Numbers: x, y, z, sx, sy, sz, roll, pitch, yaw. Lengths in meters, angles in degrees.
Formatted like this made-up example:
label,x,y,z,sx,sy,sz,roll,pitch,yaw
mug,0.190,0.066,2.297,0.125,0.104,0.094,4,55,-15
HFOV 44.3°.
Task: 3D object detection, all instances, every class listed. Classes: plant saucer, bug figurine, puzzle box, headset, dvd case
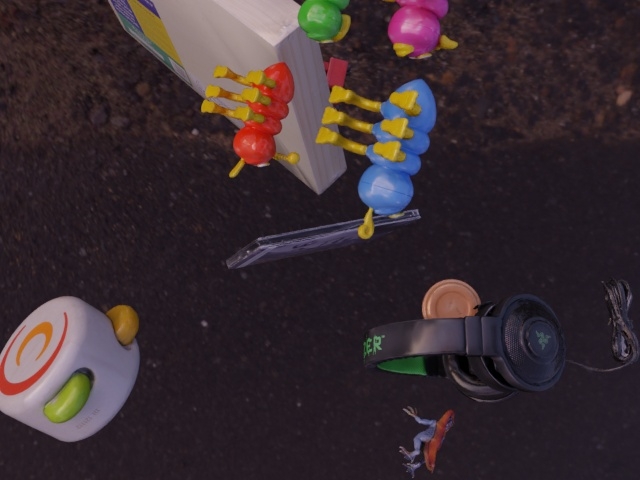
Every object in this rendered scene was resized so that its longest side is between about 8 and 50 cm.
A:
label,x,y,z,sx,sy,sz,roll,pitch,yaw
plant saucer,0.184,0.096,1.103,0.084,0.013,0.083,0,83,0
bug figurine,0.016,-0.127,0.575,0.072,0.279,0.216,16,96,-34
puzzle box,-0.141,-0.249,0.901,0.052,0.409,0.272,-43,155,-12
headset,0.257,0.130,1.112,0.395,0.243,0.185,3,73,-6
dvd case,0.000,0.000,1.044,0.221,0.164,0.018,-10,83,-22

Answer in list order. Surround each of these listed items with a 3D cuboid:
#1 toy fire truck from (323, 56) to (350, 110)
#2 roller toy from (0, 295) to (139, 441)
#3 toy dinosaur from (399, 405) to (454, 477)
label,x,y,z,sx,sy,sz,roll,pitch,yaw
toy fire truck,-0.027,-0.250,1.183,0.135,0.192,0.047,13,85,-3
roller toy,-0.373,0.192,1.179,0.146,0.191,0.209,44,43,-38
toy dinosaur,0.117,0.201,0.789,0.082,0.090,0.047,-32,114,-25
